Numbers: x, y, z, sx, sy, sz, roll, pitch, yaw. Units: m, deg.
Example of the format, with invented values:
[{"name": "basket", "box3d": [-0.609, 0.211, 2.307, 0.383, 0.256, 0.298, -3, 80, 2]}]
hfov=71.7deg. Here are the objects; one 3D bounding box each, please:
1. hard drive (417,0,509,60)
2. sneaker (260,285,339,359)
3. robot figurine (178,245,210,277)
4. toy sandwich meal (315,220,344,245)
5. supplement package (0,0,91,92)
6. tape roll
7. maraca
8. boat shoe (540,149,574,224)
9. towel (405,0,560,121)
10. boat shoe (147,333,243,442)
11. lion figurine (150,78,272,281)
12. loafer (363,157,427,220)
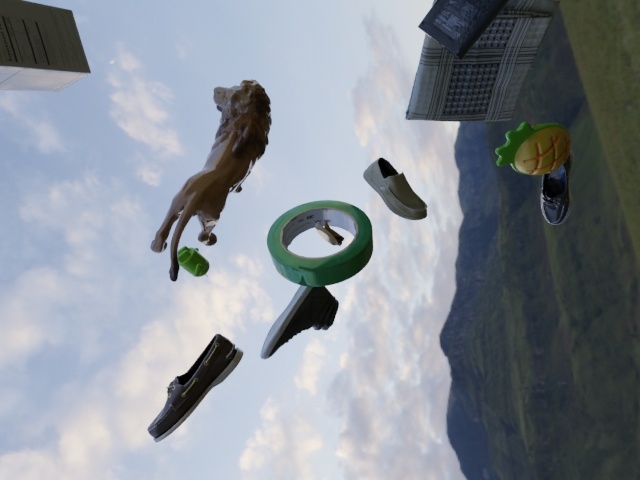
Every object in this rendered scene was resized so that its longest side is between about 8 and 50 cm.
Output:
[{"name": "hard drive", "box3d": [0.231, -0.369, 0.694, 0.094, 0.135, 0.022, 49, -154, 20]}, {"name": "sneaker", "box3d": [-0.052, 0.261, 1.345, 0.147, 0.105, 0.295, 38, -100, -13]}, {"name": "robot figurine", "box3d": [-0.384, 0.067, 1.343, 0.115, 0.067, 0.101, 50, -177, -38]}, {"name": "toy sandwich meal", "box3d": [0.023, -0.018, 1.104, 0.029, 0.086, 0.085, -47, -49, -12]}, {"name": "supplement package", "box3d": [-0.608, -0.374, 0.851, 0.244, 0.139, 0.133, -27, -75, -58]}, {"name": "tape roll", "box3d": [0.000, 0.000, 1.359, 0.321, 0.322, 0.077, -70, -23, -45]}, {"name": "maraca", "box3d": [0.466, -0.201, 0.969, 0.186, 0.127, 0.099, 4, -143, -23]}, {"name": "boat shoe", "box3d": [0.622, -0.133, 1.173, 0.076, 0.080, 0.228, -35, -49, -34]}, {"name": "towel", "box3d": [0.392, -0.441, 1.101, 0.056, 0.313, 0.324, -99, 11, -47]}, {"name": "boat shoe", "box3d": [-0.355, 0.396, 1.204, 0.096, 0.324, 0.116, 46, 174, -14]}, {"name": "lion figurine", "box3d": [-0.199, -0.128, 0.865, 0.142, 0.240, 0.391, 22, -129, -17]}, {"name": "loafer", "box3d": [0.241, -0.168, 1.418, 0.102, 0.092, 0.268, -25, -121, -36]}]
